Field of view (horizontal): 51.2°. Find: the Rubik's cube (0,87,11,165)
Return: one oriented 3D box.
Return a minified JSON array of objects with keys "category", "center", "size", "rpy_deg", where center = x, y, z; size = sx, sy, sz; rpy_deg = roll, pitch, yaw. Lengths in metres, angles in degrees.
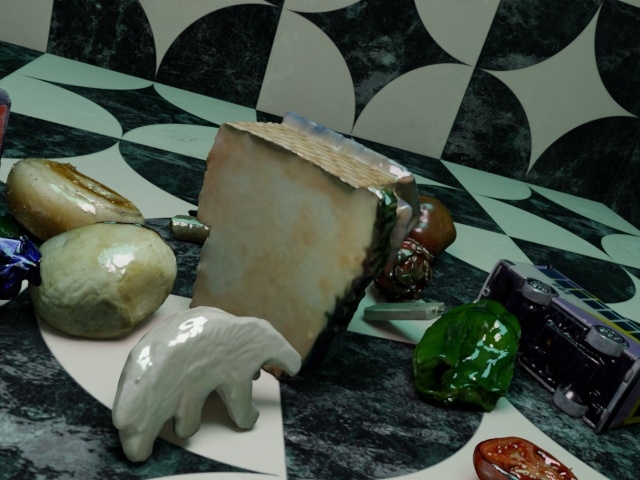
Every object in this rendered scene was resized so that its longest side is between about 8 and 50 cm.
[{"category":"Rubik's cube","center":[-0.886,-0.205,1.374],"size":[0.314,0.318,0.316],"rpy_deg":[26,24,15]}]

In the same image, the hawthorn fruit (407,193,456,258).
[{"category":"hawthorn fruit","center":[0.322,-0.027,2.088],"size":[0.248,0.208,0.208],"rpy_deg":[32,6,-46]}]

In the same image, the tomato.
[{"category":"tomato","center":[0.352,0.420,1.150],"size":[0.166,0.082,0.174],"rpy_deg":[4,21,-41]}]

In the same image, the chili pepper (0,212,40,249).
[{"category":"chili pepper","center":[-0.618,0.022,1.397],"size":[0.227,0.059,0.088],"rpy_deg":[34,31,24]}]

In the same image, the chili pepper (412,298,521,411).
[{"category":"chili pepper","center":[0.332,0.235,1.469],"size":[0.213,0.167,0.385],"rpy_deg":[24,23,20]}]

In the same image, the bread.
[{"category":"bread","center":[-0.542,-0.064,1.468],"size":[0.306,0.158,0.305],"rpy_deg":[30,7,-4]}]

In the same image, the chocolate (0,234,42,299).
[{"category":"chocolate","center":[-0.648,0.035,1.220],"size":[0.344,0.148,0.126],"rpy_deg":[16,-10,13]}]

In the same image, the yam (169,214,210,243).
[{"category":"yam","center":[-0.320,-0.027,1.727],"size":[0.147,0.069,0.069],"rpy_deg":[10,23,-18]}]

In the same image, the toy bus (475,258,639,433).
[{"category":"toy bus","center":[0.605,0.234,1.624],"size":[0.250,0.209,0.440],"rpy_deg":[4,26,-36]}]

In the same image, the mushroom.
[{"category":"mushroom","center":[-0.399,0.081,1.243],"size":[0.267,0.189,0.164],"rpy_deg":[10,37,-24]}]

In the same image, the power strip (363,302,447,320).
[{"category":"power strip","center":[0.200,0.168,1.573],"size":[0.227,0.029,0.080],"rpy_deg":[-6,5,42]}]

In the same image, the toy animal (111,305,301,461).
[{"category":"toy animal","center":[-0.226,0.220,1.107],"size":[0.188,0.266,0.307],"rpy_deg":[18,60,40]}]

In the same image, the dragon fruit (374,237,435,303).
[{"category":"dragon fruit","center":[0.213,0.076,1.761],"size":[0.182,0.182,0.188],"rpy_deg":[18,3,0]}]

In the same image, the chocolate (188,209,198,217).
[{"category":"chocolate","center":[-0.288,-0.068,1.815],"size":[0.147,0.070,0.072],"rpy_deg":[9,-33,39]}]

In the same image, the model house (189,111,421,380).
[{"category":"model house","center":[0.000,0.000,1.397],"size":[0.395,0.445,0.400],"rpy_deg":[26,22,22]}]
